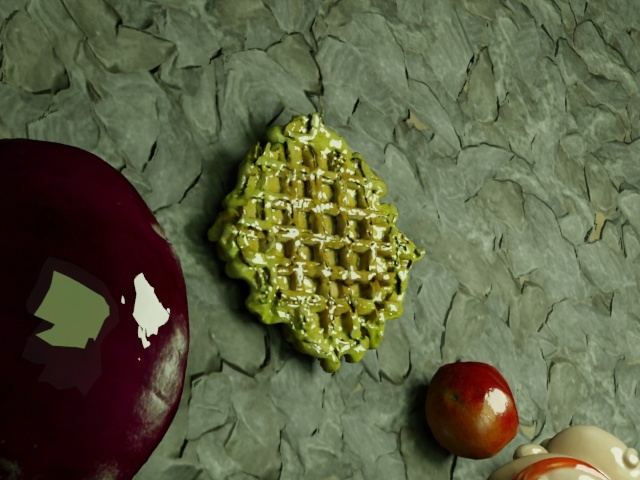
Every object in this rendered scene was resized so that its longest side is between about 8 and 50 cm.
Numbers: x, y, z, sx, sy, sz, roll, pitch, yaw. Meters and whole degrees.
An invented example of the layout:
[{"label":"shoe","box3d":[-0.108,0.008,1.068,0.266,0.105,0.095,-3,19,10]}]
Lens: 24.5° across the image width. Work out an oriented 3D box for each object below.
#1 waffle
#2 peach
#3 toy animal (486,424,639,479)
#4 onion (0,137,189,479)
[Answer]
[{"label":"waffle","box3d":[-0.001,0.001,1.535,0.245,0.052,0.254,49,47,-17]},{"label":"peach","box3d":[0.159,0.178,1.573,0.101,0.101,0.101,20,59,-36]},{"label":"toy animal","box3d":[0.270,0.292,1.585,0.198,0.171,0.171,-28,91,-54]},{"label":"onion","box3d":[-0.228,0.081,1.146,0.282,0.260,0.336,38,49,-31]}]
